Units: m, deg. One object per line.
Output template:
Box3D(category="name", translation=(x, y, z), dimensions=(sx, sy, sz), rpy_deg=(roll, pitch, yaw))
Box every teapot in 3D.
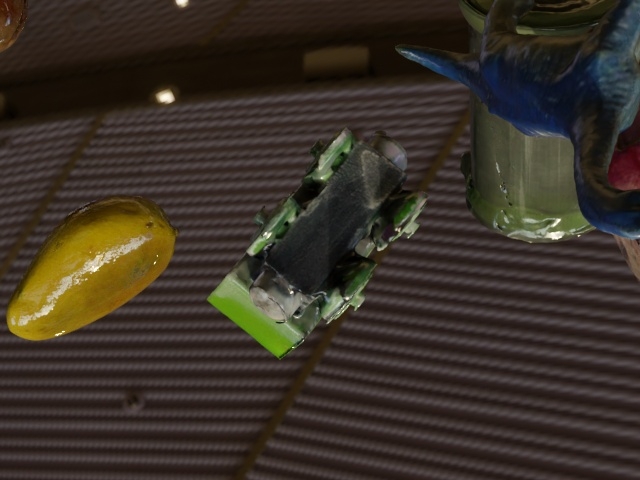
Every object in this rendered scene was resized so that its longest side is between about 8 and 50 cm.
Box3D(category="teapot", translation=(0.284, -0.151, 1.308), dimensions=(0.270, 0.337, 0.200), rpy_deg=(16, -133, 24))

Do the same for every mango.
Box3D(category="mango", translation=(-0.195, 0.024, 0.953), dimensions=(0.161, 0.103, 0.076), rpy_deg=(-39, -117, 2))

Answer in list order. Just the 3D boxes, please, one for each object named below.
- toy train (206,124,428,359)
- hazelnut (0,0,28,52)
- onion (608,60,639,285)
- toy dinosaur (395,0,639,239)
Box3D(category="toy train", translation=(0.000, 0.000, 1.512), dimensions=(0.173, 0.249, 0.307), rpy_deg=(39, -117, -2))
Box3D(category="hazelnut", translation=(-0.442, -0.286, 1.353), dimensions=(0.208, 0.208, 0.208), rpy_deg=(-9, -133, 10))
Box3D(category="onion", translation=(0.337, -0.060, 0.923), dimensions=(0.230, 0.256, 0.272), rpy_deg=(-19, -110, 13))
Box3D(category="toy dinosaur", translation=(0.109, -0.069, 0.623), dimensions=(0.247, 0.075, 0.188), rpy_deg=(1, -131, 48))
